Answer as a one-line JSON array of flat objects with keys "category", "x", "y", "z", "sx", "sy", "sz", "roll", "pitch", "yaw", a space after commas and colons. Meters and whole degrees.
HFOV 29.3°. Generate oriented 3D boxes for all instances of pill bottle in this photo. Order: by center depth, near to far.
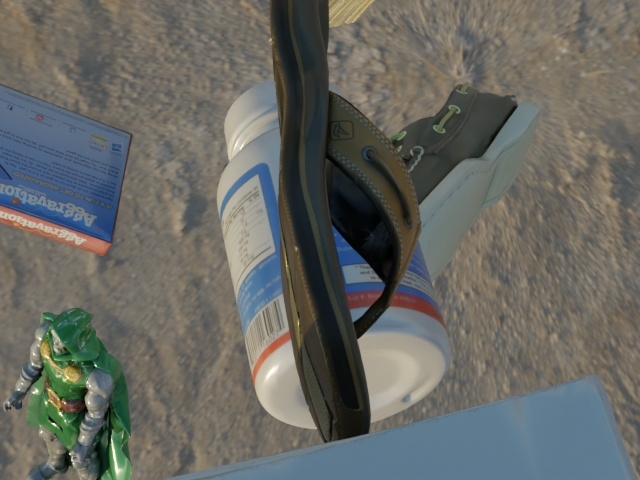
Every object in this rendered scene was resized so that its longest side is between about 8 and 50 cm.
[{"category": "pill bottle", "x": 0.000, "y": 0.000, "z": 0.801, "sx": 0.124, "sy": 0.124, "sz": 0.221, "roll": -20, "pitch": 54, "yaw": 9}]

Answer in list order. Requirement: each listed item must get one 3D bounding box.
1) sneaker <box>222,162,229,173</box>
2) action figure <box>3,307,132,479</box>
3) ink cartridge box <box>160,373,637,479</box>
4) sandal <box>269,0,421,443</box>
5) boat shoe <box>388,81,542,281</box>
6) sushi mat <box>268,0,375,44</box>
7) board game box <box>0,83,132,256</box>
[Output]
[{"category": "sneaker", "x": -0.014, "y": -0.017, "z": 1.133, "sx": 0.130, "sy": 0.227, "sz": 0.087, "roll": -4, "pitch": 72, "yaw": 2}, {"category": "action figure", "x": -0.192, "y": 0.127, "z": 0.936, "sx": 0.137, "sy": 0.063, "sz": 0.232, "roll": 34, "pitch": 140, "yaw": 20}, {"category": "ink cartridge box", "x": 0.019, "y": 0.213, "z": 0.412, "sx": 0.197, "sy": 0.198, "sz": 0.270, "roll": -12, "pitch": 73, "yaw": -14}, {"category": "sandal", "x": 0.011, "y": -0.021, "z": 0.520, "sx": 0.060, "sy": 0.090, "sz": 0.219, "roll": -3, "pitch": 60, "yaw": -2}, {"category": "boat shoe", "x": 0.099, "y": -0.054, "z": 1.043, "sx": 0.091, "sy": 0.305, "sz": 0.109, "roll": 26, "pitch": 125, "yaw": 15}, {"category": "sushi mat", "x": 0.058, "y": -0.326, "z": 1.523, "sx": 0.151, "sy": 0.316, "sz": 0.019, "roll": -26, "pitch": 87, "yaw": -31}, {"category": "board game box", "x": -0.317, "y": -0.090, "z": 1.125, "sx": 0.281, "sy": 0.145, "sz": 0.027, "roll": 20, "pitch": 136, "yaw": -19}]
